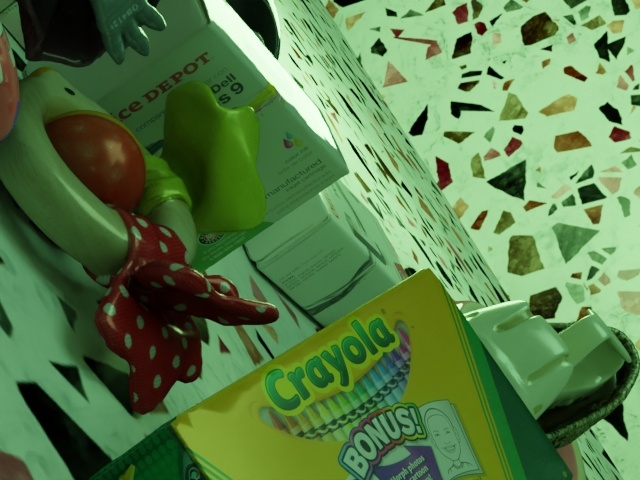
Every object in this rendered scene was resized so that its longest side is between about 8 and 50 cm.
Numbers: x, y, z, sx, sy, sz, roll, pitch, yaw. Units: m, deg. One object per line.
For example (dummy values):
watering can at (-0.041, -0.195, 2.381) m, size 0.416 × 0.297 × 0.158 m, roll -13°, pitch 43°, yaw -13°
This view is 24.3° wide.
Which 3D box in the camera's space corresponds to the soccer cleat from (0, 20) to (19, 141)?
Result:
soccer cleat at (-0.255, -0.162, 0.877) m, size 0.248 × 0.083 × 0.095 m, roll 52°, pitch 6°, yaw -3°

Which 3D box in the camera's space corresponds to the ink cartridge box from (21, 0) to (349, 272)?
ink cartridge box at (-0.100, -0.091, 1.136) m, size 0.212 × 0.154 × 0.093 m, roll 46°, pitch 15°, yaw -46°

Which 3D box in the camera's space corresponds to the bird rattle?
bird rattle at (-0.136, -0.015, 0.962) m, size 0.207 × 0.143 × 0.253 m, roll 40°, pitch 27°, yaw -17°

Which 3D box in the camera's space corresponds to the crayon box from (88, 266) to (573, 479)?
crayon box at (0.018, 0.137, 0.850) m, size 0.165 × 0.081 × 0.278 m, roll 56°, pitch 36°, yaw 5°

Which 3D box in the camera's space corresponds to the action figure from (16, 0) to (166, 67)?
action figure at (-0.226, -0.277, 0.943) m, size 0.370 × 0.248 × 0.275 m, roll 49°, pitch 16°, yaw 31°

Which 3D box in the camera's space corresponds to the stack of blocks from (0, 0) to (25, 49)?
stack of blocks at (-0.184, -0.183, 1.235) m, size 0.297 × 0.087 × 0.171 m, roll 52°, pitch 11°, yaw -20°

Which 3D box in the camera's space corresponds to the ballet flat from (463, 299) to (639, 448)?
ballet flat at (0.171, 0.120, 1.329) m, size 0.483 × 0.182 × 0.164 m, roll 1°, pitch 60°, yaw -60°

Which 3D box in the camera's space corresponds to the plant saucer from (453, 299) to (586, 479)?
plant saucer at (0.189, 0.194, 1.611) m, size 0.332 × 0.084 × 0.332 m, roll 47°, pitch 24°, yaw -28°

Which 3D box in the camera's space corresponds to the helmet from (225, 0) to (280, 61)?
helmet at (-0.116, -0.197, 1.409) m, size 0.161 × 0.169 × 0.169 m, roll 56°, pitch 7°, yaw -43°

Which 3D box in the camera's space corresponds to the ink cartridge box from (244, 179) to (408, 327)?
ink cartridge box at (0.000, 0.000, 1.496) m, size 0.218 × 0.092 × 0.159 m, roll 42°, pitch 16°, yaw -47°
